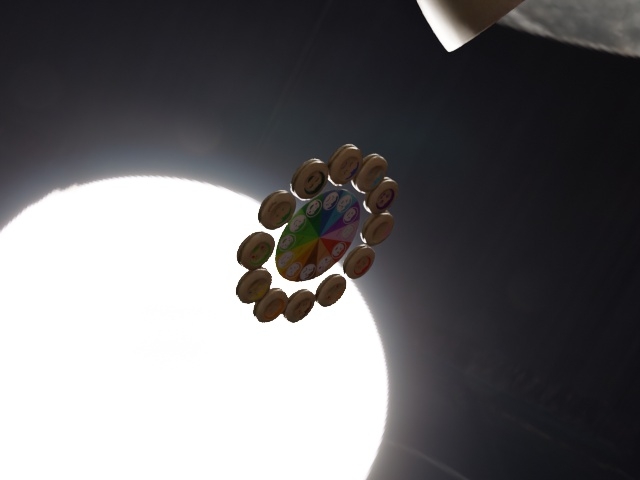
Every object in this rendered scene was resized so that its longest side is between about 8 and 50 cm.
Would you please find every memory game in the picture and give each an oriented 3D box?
[{"bbox_3d":[0.000,0.000,0.788,0.012,0.186,0.186,39,-162,35],"label":"memory game"}]

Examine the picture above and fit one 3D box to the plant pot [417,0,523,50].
[{"bbox_3d":[0.163,-0.329,0.759,0.191,0.284,0.284,49,-168,-7],"label":"plant pot"}]
